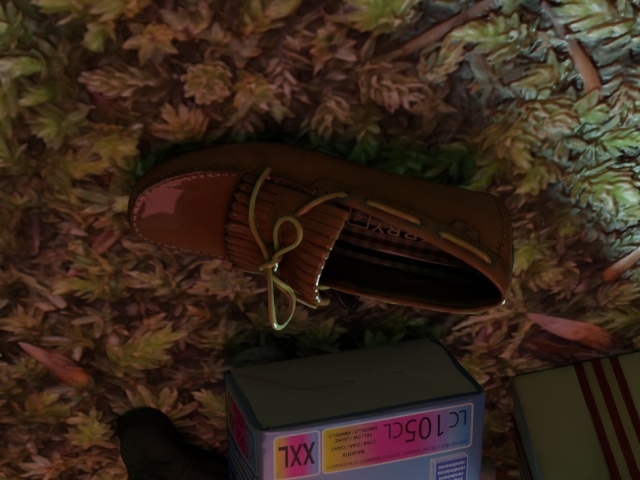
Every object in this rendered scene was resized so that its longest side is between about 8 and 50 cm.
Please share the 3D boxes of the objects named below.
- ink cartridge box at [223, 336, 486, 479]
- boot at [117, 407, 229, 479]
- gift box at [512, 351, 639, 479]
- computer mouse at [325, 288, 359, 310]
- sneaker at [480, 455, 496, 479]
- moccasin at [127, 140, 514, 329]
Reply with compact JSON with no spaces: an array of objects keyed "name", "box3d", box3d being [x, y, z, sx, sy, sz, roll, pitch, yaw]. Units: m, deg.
[{"name":"ink cartridge box","box3d":[0.038,0.332,1.573,0.270,0.151,0.395,-8,117,-16]},{"name":"boot","box3d":[-0.168,0.326,1.626,0.083,0.161,0.246,-27,134,17]},{"name":"gift box","box3d":[0.357,0.320,1.658,0.276,0.258,0.255,-16,136,3]},{"name":"computer mouse","box3d":[0.073,0.003,1.429,0.193,0.042,0.106,-28,130,25]},{"name":"sneaker","box3d":[0.132,0.376,1.793,0.121,0.108,0.302,13,133,-7]},{"name":"moccasin","box3d":[-0.001,0.002,1.307,0.380,0.147,0.139,14,129,-5]}]
